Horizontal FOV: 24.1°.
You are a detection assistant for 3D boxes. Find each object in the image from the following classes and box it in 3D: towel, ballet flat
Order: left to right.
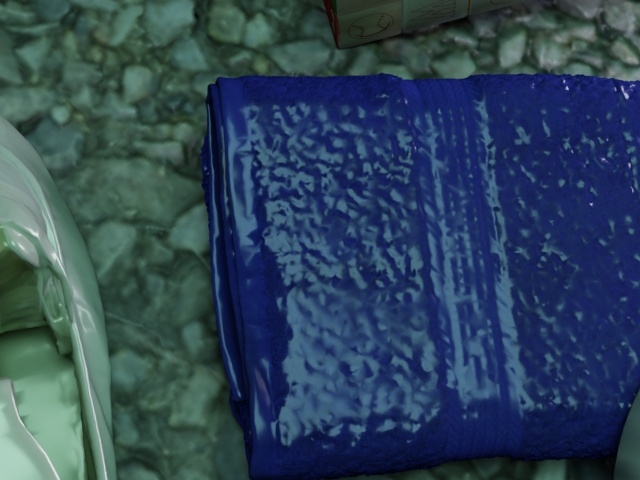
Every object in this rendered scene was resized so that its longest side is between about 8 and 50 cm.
[{"bbox_3d":[-0.165,0.065,0.750,0.139,0.139,0.400,-13,70,-15],"label":"ballet flat"},{"bbox_3d":[0.091,0.016,0.850,0.308,0.076,0.227,-2,74,-13],"label":"towel"}]

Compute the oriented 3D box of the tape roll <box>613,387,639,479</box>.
[{"bbox_3d":[0.292,0.135,0.746,0.246,0.169,0.246,2,82,-16],"label":"tape roll"}]

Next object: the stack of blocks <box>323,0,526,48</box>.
[{"bbox_3d":[0.130,-0.245,0.925,0.297,0.087,0.171,-14,70,-3],"label":"stack of blocks"}]
